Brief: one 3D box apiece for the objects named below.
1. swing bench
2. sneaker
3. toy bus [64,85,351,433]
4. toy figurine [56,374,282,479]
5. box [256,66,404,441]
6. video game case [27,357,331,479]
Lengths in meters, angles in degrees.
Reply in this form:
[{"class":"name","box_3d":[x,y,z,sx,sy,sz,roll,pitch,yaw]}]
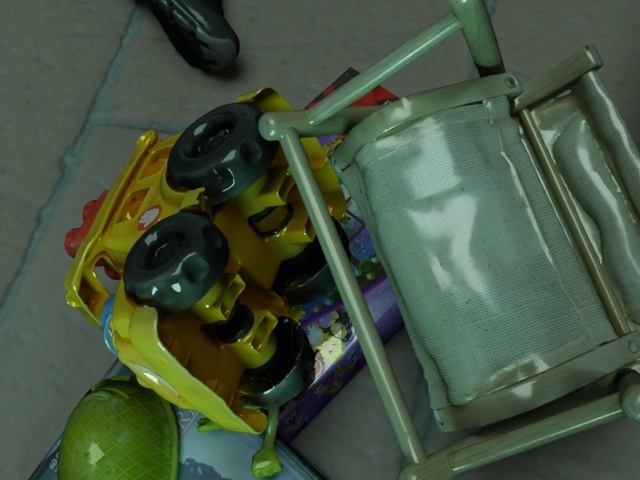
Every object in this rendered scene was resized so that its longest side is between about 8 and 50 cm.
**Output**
[{"class":"swing bench","box_3d":[0.132,-0.001,0.540,0.165,0.254,0.253,-29,74,32]},{"class":"sneaker","box_3d":[-0.152,-0.287,0.869,0.106,0.101,0.267,-34,60,-11]},{"class":"toy bus","box_3d":[-0.108,0.016,0.582,0.211,0.149,0.220,-6,48,30]},{"class":"toy figurine","box_3d":[-0.149,0.242,0.452,0.191,0.217,0.363,-4,70,23]},{"class":"box","box_3d":[0.000,0.000,0.694,0.201,0.057,0.293,38,75,27]},{"class":"video game case","box_3d":[-0.094,0.213,0.582,0.274,0.026,0.196,37,91,27]}]
